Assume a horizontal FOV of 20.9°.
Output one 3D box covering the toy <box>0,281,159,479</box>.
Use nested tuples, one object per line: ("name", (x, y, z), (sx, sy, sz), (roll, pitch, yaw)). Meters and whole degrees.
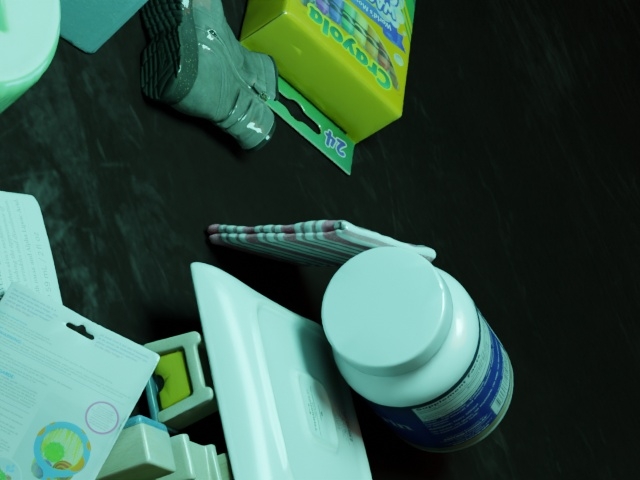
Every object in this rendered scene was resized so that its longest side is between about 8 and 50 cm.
("toy", (-0.244, 0.167, 1.386), (0.137, 0.056, 0.237), (28, 62, -2))

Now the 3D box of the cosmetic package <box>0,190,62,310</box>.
("cosmetic package", (-0.331, 0.017, 1.417), (0.231, 0.085, 0.117), (7, 59, -52))

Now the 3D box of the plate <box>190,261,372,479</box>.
("plate", (-0.020, 0.172, 1.681), (0.278, 0.045, 0.277), (33, 38, -60))

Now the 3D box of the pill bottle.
("pill bottle", (0.099, 0.111, 1.771), (0.264, 0.153, 0.153), (52, 25, -61))

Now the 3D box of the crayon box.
("crayon box", (0.013, -0.261, 2.081), (0.203, 0.083, 0.323), (39, 39, -28))

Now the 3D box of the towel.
("towel", (0.000, 0.000, 1.772), (0.144, 0.197, 0.029), (15, 77, -47))

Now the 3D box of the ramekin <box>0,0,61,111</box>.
("ramekin", (-0.368, -0.215, 1.482), (0.303, 0.148, 0.303), (32, 42, -35))

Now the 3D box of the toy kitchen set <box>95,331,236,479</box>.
("toy kitchen set", (-0.172, 0.154, 1.528), (0.207, 0.122, 0.166), (38, 34, -63))

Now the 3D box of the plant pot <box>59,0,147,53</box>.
("plant pot", (-0.223, -0.387, 1.710), (0.247, 0.252, 0.248), (34, 42, -35))

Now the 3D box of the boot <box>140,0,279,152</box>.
("boot", (-0.115, -0.223, 1.892), (0.161, 0.083, 0.246), (27, 54, -41))
